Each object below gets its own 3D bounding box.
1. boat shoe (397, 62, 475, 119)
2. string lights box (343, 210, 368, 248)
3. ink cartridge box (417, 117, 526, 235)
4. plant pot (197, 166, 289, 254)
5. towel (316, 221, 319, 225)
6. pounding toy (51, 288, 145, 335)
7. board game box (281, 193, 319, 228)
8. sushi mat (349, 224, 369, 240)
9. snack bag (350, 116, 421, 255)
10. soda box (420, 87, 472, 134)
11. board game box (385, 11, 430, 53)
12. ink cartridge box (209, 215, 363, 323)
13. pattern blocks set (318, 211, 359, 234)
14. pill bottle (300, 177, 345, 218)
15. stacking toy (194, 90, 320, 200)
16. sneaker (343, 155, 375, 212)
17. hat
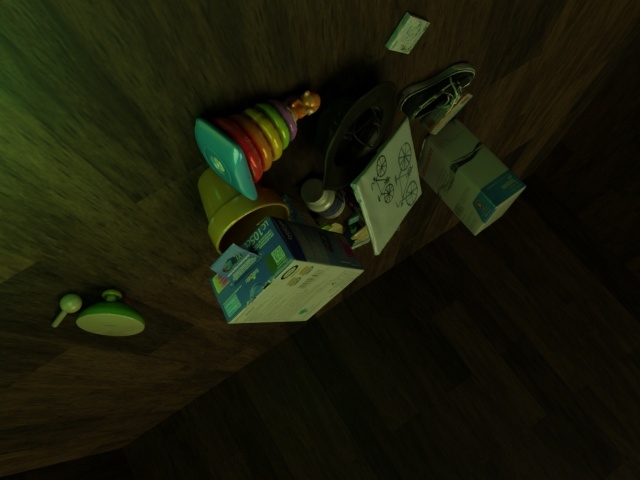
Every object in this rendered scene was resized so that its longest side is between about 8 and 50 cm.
[{"bbox_3d":[0.385,-0.462,1.329,0.306,0.105,0.113,-26,159,-25],"label":"boat shoe"},{"bbox_3d":[0.202,-0.065,2.015,0.133,0.077,0.260,-24,158,-25],"label":"string lights box"},{"bbox_3d":[0.596,-0.258,1.735,0.166,0.395,0.285,-34,161,-9],"label":"ink cartridge box"},{"bbox_3d":[-0.214,-0.094,1.076,0.205,0.188,0.205,-31,160,-13],"label":"plant pot"},{"bbox_3d":[-0.083,0.030,1.837,0.198,0.031,0.275,-30,161,-11],"label":"towel"},{"bbox_3d":[-0.634,0.196,1.241,0.236,0.110,0.183,19,142,-31],"label":"pounding toy"},{"bbox_3d":[-0.138,0.032,1.438,0.291,0.232,0.141,-39,162,12],"label":"board game box"},{"bbox_3d":[0.277,-0.097,1.903,0.316,0.019,0.151,-41,160,24],"label":"sushi mat"},{"bbox_3d":[0.219,-0.161,1.341,0.342,0.037,0.323,-53,140,-27],"label":"snack bag"},{"bbox_3d":[0.442,-0.462,1.490,0.058,0.063,0.183,-10,150,-52],"label":"soda box"},{"bbox_3d":[0.217,-0.515,1.053,0.090,0.020,0.090,-16,153,-45],"label":"board game box"},{"bbox_3d":[-0.101,0.090,1.136,0.270,0.151,0.395,-44,152,22],"label":"ink cartridge box"},{"bbox_3d":[0.000,0.000,1.622,0.324,0.026,0.285,-24,160,-16],"label":"pattern blocks set"},{"bbox_3d":[0.006,-0.146,1.438,0.112,0.112,0.186,-39,161,10],"label":"pill bottle"},{"bbox_3d":[-0.115,-0.255,0.958,0.302,0.165,0.175,-41,152,-19],"label":"stacking toy"},{"bbox_3d":[0.165,-0.177,1.518,0.202,0.185,0.482,-26,154,21],"label":"sneaker"},{"bbox_3d":[0.065,-0.300,1.143,0.331,0.134,0.331,-46,162,-19],"label":"hat"}]
